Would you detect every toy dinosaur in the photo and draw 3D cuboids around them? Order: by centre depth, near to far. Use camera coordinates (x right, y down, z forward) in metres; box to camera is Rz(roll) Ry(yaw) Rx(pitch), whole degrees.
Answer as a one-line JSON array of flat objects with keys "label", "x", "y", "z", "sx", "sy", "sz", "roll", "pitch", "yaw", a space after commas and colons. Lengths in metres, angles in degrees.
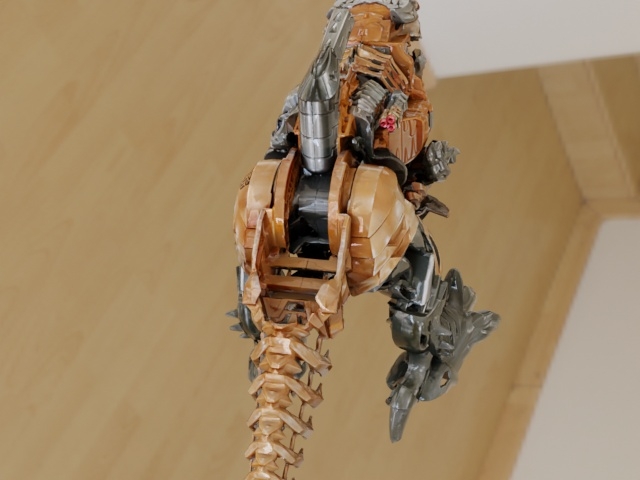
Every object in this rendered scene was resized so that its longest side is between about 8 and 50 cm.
[{"label": "toy dinosaur", "x": 0.000, "y": 0.000, "z": 0.643, "sx": 0.322, "sy": 0.164, "sz": 0.218, "roll": -51, "pitch": 150, "yaw": -28}]
